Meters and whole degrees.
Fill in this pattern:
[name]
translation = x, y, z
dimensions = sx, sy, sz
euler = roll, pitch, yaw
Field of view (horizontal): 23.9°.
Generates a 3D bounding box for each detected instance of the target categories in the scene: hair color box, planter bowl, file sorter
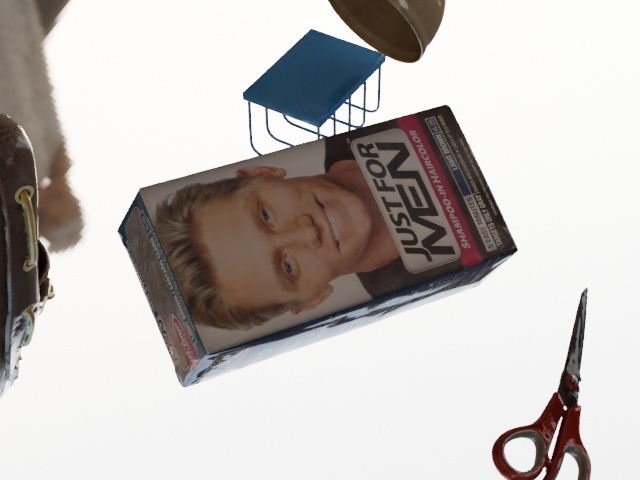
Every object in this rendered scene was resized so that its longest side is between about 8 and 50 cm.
[hair color box]
translation = 0.000, 0.000, 1.467
dimensions = 0.347, 0.174, 0.105
euler = -18, 165, -25
[planter bowl]
translation = 0.097, -0.319, 1.912
dimensions = 0.109, 0.162, 0.162
euler = -50, -157, -14
[file sorter]
translation = -0.006, -0.181, 2.004
dimensions = 0.118, 0.104, 0.170
euler = 22, -133, 23

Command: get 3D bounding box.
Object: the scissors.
[scissors]
translation = 0.268, 0.172, 1.602
dimensions = 0.297, 0.109, 0.021
euler = -53, 180, -42

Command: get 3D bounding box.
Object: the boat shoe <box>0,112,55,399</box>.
[boat shoe]
translation = -0.212, 0.023, 0.928
dimensions = 0.097, 0.116, 0.324
euler = -24, 159, -15
